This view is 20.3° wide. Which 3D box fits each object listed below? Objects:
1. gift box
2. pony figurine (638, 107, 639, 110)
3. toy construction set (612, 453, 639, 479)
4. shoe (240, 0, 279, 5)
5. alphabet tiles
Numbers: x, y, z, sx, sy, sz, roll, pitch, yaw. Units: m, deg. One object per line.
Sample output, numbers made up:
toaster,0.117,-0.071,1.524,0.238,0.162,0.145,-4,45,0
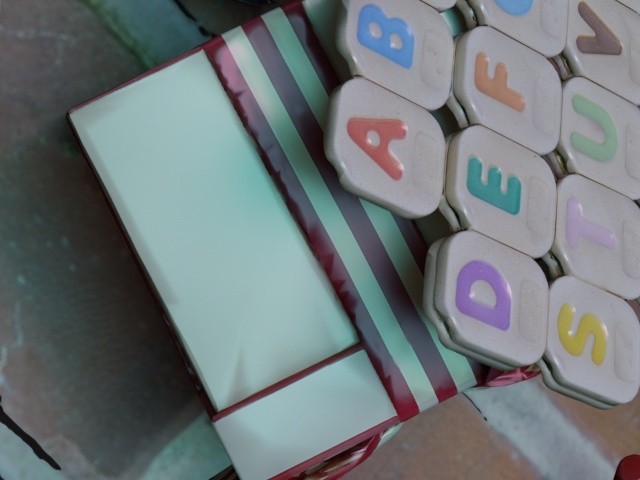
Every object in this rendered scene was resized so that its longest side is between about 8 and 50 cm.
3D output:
gift box,0.000,0.000,1.006,0.255,0.276,0.258,-26,98,0
pony figurine,0.247,-0.271,1.136,0.363,0.303,0.351,-14,66,-19
toy construction set,0.163,0.320,1.145,0.257,0.237,0.309,18,63,11
shoe,-0.097,-0.201,1.094,0.178,0.063,0.081,13,80,-23
alphabet tiles,0.119,-0.063,0.920,0.278,0.021,0.284,23,62,-33
